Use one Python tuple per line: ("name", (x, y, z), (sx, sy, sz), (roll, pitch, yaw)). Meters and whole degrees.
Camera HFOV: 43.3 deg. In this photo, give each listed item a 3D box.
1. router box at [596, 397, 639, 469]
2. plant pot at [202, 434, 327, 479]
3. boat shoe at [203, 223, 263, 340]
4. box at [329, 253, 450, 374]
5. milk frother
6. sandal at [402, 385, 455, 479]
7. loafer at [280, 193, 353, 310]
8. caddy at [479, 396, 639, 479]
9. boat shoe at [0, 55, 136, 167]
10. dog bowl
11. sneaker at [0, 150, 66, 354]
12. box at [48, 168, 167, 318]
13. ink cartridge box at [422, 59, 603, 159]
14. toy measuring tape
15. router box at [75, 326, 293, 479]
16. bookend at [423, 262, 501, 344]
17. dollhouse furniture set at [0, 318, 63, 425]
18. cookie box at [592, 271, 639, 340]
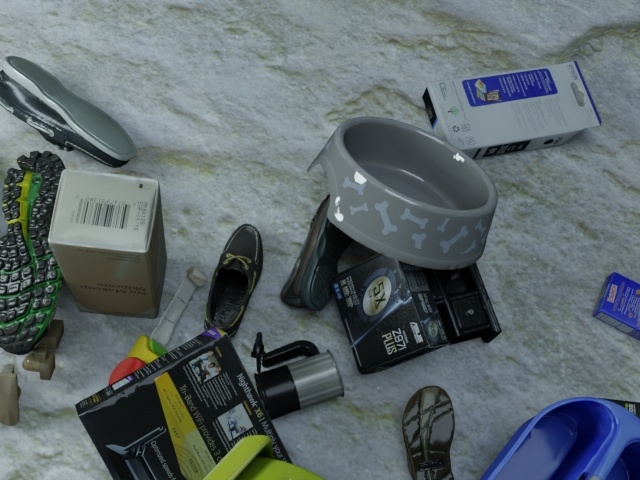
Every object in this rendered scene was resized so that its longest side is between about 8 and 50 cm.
("router box", (0.526, 0.341, 1.408), (0.092, 0.038, 0.122), (7, 66, -5))
("plant pot", (-0.080, 0.410, 1.080), (0.207, 0.228, 0.227), (36, 64, 20))
("boat shoe", (-0.148, 0.066, 1.418), (0.081, 0.069, 0.228), (14, 66, -2))
("box", (0.115, 0.120, 1.376), (0.077, 0.147, 0.180), (4, 64, -54))
("milk frother", (-0.042, 0.209, 1.331), (0.134, 0.143, 0.129), (-17, 63, -12))
("sandal", (0.186, 0.355, 1.351), (0.090, 0.060, 0.219), (-8, 83, -5))
("loafer", (0.000, 0.000, 1.458), (0.084, 0.096, 0.267), (1, 58, 37))
("caddy", (0.385, 0.409, 1.263), (0.241, 0.179, 0.341), (39, 77, 10))
("boat shoe", (-0.474, -0.219, 1.488), (0.302, 0.091, 0.114), (40, 24, 11))
("dog bowl", (0.152, -0.098, 1.415), (0.348, 0.102, 0.349), (18, 32, -11))
("sneaker", (-0.458, 0.028, 1.340), (0.134, 0.146, 0.344), (-2, 62, 10))
("box", (-0.327, 0.016, 1.282), (0.148, 0.311, 0.121), (6, 66, -5))
("ink cartridge box", (0.387, -0.262, 1.635), (0.332, 0.065, 0.165), (-10, 69, -10))
("toy measuring tape", (-0.252, 0.190, 1.322), (0.121, 0.121, 0.330), (27, 66, 4))
("router box", (-0.190, 0.324, 1.226), (0.243, 0.081, 0.309), (-28, 101, -18))
("bookend", (0.217, 0.118, 1.444), (0.157, 0.072, 0.156), (-12, 69, -12))
("dollhouse furniture set", (-0.511, 0.218, 1.327), (0.144, 0.123, 0.151), (6, 31, -5))
("cookie box", (0.577, 0.123, 1.507), (0.107, 0.040, 0.092), (28, 67, 4))
